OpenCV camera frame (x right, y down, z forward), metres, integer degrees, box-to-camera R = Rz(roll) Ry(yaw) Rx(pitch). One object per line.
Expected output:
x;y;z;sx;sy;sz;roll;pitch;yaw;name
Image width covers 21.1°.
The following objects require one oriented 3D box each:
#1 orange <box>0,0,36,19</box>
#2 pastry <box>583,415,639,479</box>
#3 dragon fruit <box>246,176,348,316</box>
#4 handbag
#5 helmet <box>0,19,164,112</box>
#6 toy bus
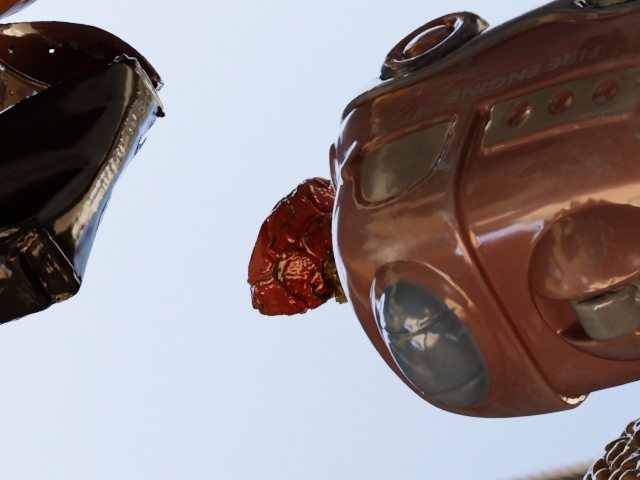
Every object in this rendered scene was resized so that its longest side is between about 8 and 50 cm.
-0.389;-0.349;1.455;0.424;0.326;0.424;3;-151;-2;orange
0.404;0.221;1.413;0.410;0.245;0.409;-17;-174;2;pastry
0.000;0.000;1.676;0.106;0.083;0.162;20;-118;30;dragon fruit
-0.210;-0.002;1.040;0.223;0.080;0.247;-20;-154;18;handbag
-0.220;-0.115;1.455;0.155;0.106;0.175;16;-154;-11;helmet
0.132;-0.012;0.928;0.294;0.197;0.232;-16;-154;32;toy bus
